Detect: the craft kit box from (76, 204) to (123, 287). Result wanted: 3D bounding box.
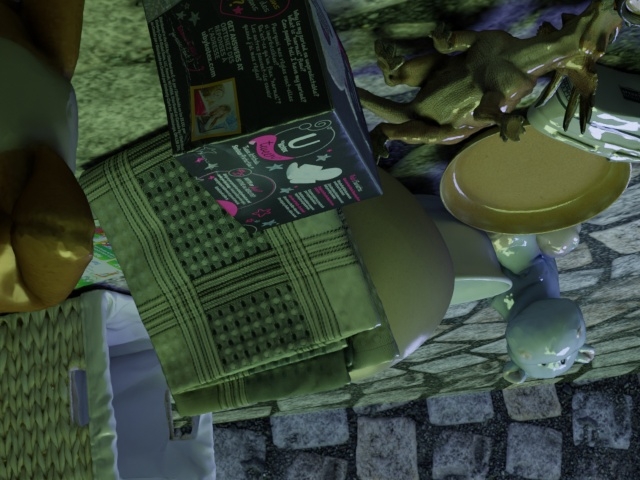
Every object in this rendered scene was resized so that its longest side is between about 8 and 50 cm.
[{"bbox_3d":[-0.278,-0.007,1.557,0.246,0.061,0.250,-15,163,11],"label":"craft kit box"}]

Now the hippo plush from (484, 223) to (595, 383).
[{"bbox_3d":[0.297,0.100,1.903,0.234,0.237,0.294,-9,163,-1],"label":"hippo plush"}]

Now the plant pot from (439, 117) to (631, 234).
[{"bbox_3d":[0.265,-0.083,1.531,0.236,0.032,0.236,-1,146,-1],"label":"plant pot"}]

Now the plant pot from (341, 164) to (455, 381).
[{"bbox_3d":[0.000,0.000,1.438,0.284,0.284,0.191,-12,131,10],"label":"plant pot"}]

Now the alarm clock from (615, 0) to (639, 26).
[{"bbox_3d":[0.316,-0.247,1.064,0.129,0.064,0.192,-12,166,10],"label":"alarm clock"}]

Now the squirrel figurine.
[{"bbox_3d":[-0.390,-0.066,0.944,0.370,0.281,0.397,5,157,-22],"label":"squirrel figurine"}]

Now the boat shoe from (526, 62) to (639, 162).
[{"bbox_3d":[0.345,-0.128,1.396,0.267,0.096,0.088,7,147,-39],"label":"boat shoe"}]

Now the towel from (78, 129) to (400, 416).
[{"bbox_3d":[-0.098,0.028,1.333,0.312,0.324,0.056,-19,-173,31],"label":"towel"}]

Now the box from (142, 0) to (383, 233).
[{"bbox_3d":[-0.043,-0.127,1.093,0.142,0.163,0.247,-15,163,7],"label":"box"}]

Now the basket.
[{"bbox_3d":[-0.362,0.277,1.983,0.266,0.328,0.331,-13,164,19],"label":"basket"}]

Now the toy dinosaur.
[{"bbox_3d":[0.160,-0.149,1.220,0.295,0.127,0.200,-12,180,39],"label":"toy dinosaur"}]

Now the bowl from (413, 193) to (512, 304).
[{"bbox_3d":[0.106,0.017,1.678,0.297,0.134,0.298,-7,170,-1],"label":"bowl"}]
